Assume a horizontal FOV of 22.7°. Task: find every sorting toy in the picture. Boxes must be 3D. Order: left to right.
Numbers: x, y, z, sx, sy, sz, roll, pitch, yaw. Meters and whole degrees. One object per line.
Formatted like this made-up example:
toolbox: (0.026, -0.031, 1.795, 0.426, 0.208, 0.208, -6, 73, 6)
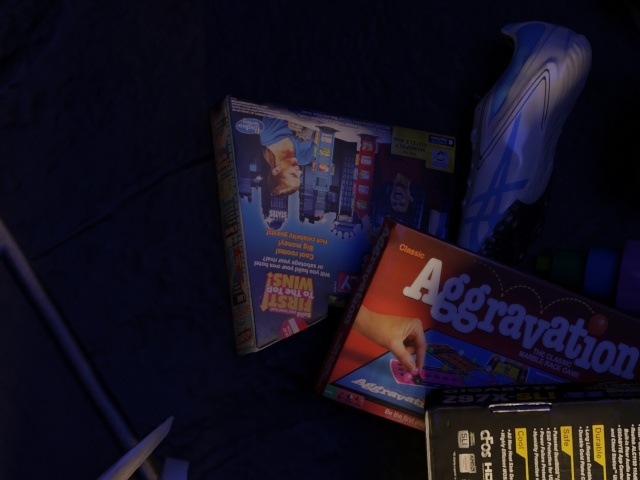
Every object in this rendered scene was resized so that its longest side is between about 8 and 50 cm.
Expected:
sorting toy: (0.248, -0.121, 1.348, 0.126, 0.127, 0.366, 9, 80, 14)

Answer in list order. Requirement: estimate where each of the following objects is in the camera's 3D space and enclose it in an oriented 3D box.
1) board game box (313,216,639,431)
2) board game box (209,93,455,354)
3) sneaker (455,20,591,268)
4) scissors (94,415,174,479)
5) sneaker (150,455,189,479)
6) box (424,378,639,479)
board game box: (0.146, 0.096, 1.255, 0.281, 0.027, 0.145, 21, 94, -22)
board game box: (0.000, 0.000, 1.253, 0.194, 0.060, 0.194, 10, 80, -17)
sneaker: (0.151, -0.067, 1.311, 0.086, 0.085, 0.237, 17, 82, 28)
scissors: (-0.221, 0.232, 1.165, 0.109, 0.021, 0.297, 33, 74, -10)
sneaker: (-0.135, 0.333, 1.112, 0.137, 0.210, 0.366, 12, 115, -19)
box: (0.212, 0.268, 1.186, 0.257, 0.079, 0.322, -4, 94, 4)
